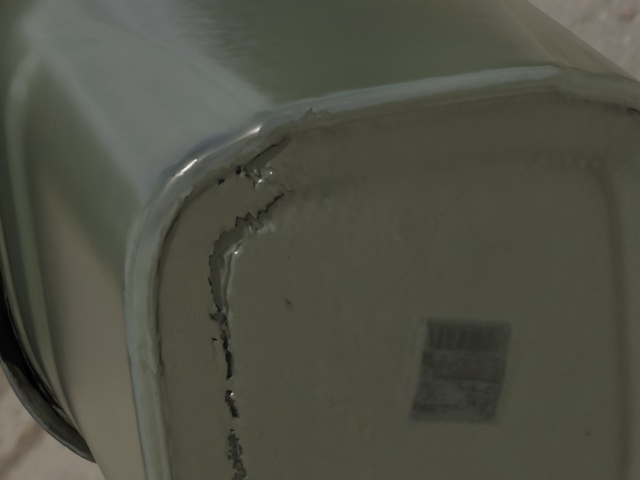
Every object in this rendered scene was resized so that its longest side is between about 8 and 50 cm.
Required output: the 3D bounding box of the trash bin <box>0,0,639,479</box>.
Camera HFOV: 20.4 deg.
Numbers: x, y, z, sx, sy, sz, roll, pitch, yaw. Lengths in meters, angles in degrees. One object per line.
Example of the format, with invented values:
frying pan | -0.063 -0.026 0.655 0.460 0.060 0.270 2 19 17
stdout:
trash bin | 0.000 0.000 0.592 0.220 0.219 0.250 -12 21 -13
